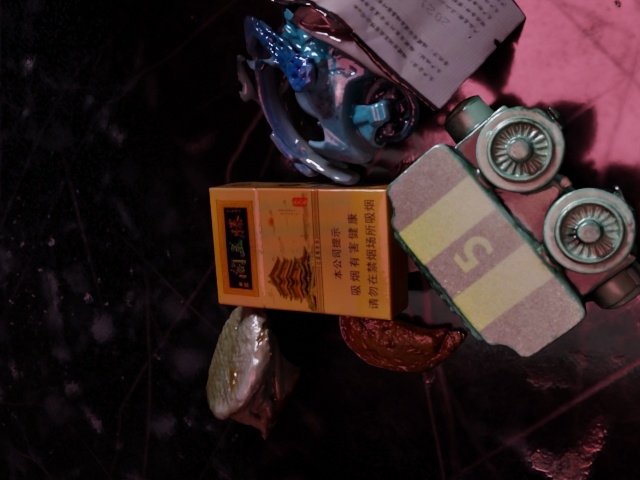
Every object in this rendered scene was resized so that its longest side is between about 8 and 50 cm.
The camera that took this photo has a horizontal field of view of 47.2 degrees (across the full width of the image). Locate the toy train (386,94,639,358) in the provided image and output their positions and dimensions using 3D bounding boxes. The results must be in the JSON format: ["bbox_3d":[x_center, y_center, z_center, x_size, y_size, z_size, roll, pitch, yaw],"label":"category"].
[{"bbox_3d":[0.224,-0.018,0.857,0.238,0.167,0.299,-42,80,17],"label":"toy train"}]

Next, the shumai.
[{"bbox_3d":[-0.090,0.194,1.109,0.120,0.201,0.201,18,116,-22],"label":"shumai"}]

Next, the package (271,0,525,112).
[{"bbox_3d":[0.094,-0.286,0.868,0.251,0.204,0.062,37,160,12],"label":"package"}]

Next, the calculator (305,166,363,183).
[{"bbox_3d":[0.000,0.000,1.068,0.146,0.032,0.234,39,117,15],"label":"calculator"}]

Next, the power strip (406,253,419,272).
[{"bbox_3d":[0.148,0.014,0.994,0.191,0.030,0.047,-12,97,29],"label":"power strip"}]

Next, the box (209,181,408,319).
[{"bbox_3d":[-0.018,0.009,1.017,0.274,0.076,0.174,3,101,27],"label":"box"}]

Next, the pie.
[{"bbox_3d":[0.106,0.148,1.047,0.191,0.033,0.088,13,111,24],"label":"pie"}]

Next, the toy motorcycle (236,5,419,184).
[{"bbox_3d":[0.003,-0.199,0.957,0.206,0.154,0.260,-44,74,38],"label":"toy motorcycle"}]
